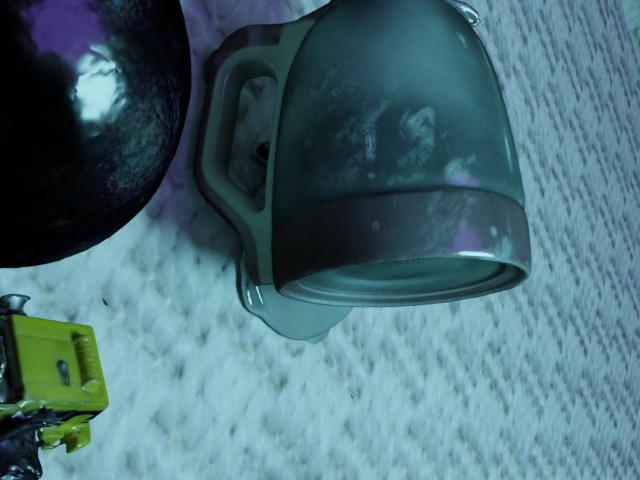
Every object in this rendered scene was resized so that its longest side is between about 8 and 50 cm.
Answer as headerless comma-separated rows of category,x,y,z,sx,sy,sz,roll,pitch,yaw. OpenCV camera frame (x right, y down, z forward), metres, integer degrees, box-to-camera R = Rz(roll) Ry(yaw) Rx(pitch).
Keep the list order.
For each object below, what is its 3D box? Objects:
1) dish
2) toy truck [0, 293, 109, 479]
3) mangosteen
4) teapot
dish,0.000,0.000,0.872,0.224,0.078,0.246,-25,105,-50
toy truck,-0.261,0.086,0.462,0.286,0.111,0.136,14,49,-53
mangosteen,-0.220,-0.101,0.444,0.302,0.275,0.274,-48,123,-53
teapot,0.028,-0.100,0.746,0.233,0.315,0.312,51,36,-70
